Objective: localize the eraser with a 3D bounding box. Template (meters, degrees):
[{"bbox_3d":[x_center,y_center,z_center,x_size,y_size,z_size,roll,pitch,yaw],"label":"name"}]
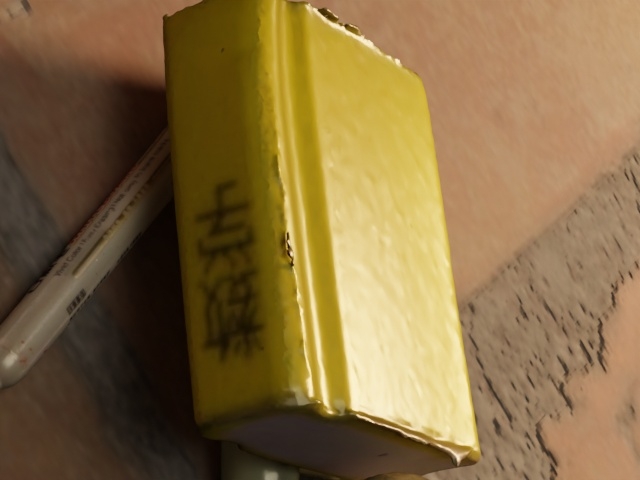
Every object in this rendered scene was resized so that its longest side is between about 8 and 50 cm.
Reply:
[{"bbox_3d":[0.000,0.000,0.859,0.158,0.069,0.226,26,51,-52],"label":"eraser"}]

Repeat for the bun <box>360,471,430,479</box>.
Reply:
[{"bbox_3d":[0.050,0.178,0.827,0.166,0.173,0.113,35,45,-4],"label":"bun"}]

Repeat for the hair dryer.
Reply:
[{"bbox_3d":[0.000,0.114,0.892,0.124,0.038,0.063,17,67,-44],"label":"hair dryer"}]

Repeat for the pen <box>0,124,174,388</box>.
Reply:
[{"bbox_3d":[-0.106,0.006,0.836,0.026,0.026,0.218,49,51,-18],"label":"pen"}]
